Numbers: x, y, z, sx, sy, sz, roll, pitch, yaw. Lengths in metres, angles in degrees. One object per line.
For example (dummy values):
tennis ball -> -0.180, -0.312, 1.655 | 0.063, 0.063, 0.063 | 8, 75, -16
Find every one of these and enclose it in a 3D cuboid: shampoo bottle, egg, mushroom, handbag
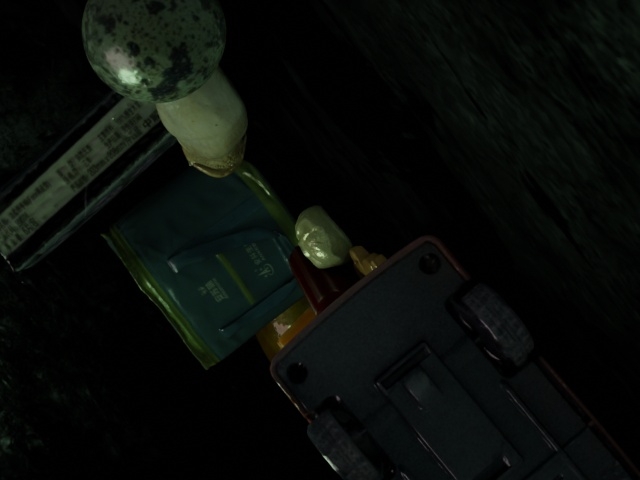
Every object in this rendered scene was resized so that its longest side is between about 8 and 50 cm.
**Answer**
shampoo bottle -> 0.026, 0.077, 1.618 | 0.102, 0.064, 0.260 | 34, -171, -18
egg -> -0.154, -0.195, 1.216 | 0.132, 0.132, 0.172 | 52, -175, -12
mushroom -> -0.145, -0.155, 1.539 | 0.122, 0.095, 0.351 | 51, 174, 11
handbag -> -0.152, 0.021, 1.932 | 0.263, 0.241, 0.222 | 53, 175, -30

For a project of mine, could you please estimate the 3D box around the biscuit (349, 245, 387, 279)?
biscuit -> 0.083, 0.064, 1.534 | 0.133, 0.027, 0.184 | 53, 173, -14

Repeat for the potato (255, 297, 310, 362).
potato -> -0.059, 0.102, 2.175 | 0.369, 0.176, 0.195 | 54, -159, 3

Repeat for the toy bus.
toy bus -> 0.155, 0.216, 1.149 | 0.427, 0.203, 0.233 | 51, 178, 5

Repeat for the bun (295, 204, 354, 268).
bun -> 0.000, 0.000, 1.606 | 0.086, 0.055, 0.086 | 50, 174, 8

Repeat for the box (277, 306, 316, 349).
box -> 0.102, 0.254, 1.981 | 0.225, 0.143, 0.341 | 43, 169, 47

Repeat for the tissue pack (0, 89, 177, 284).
tissue pack -> -0.318, -0.109, 1.819 | 0.122, 0.361, 0.259 | 47, 175, -10
